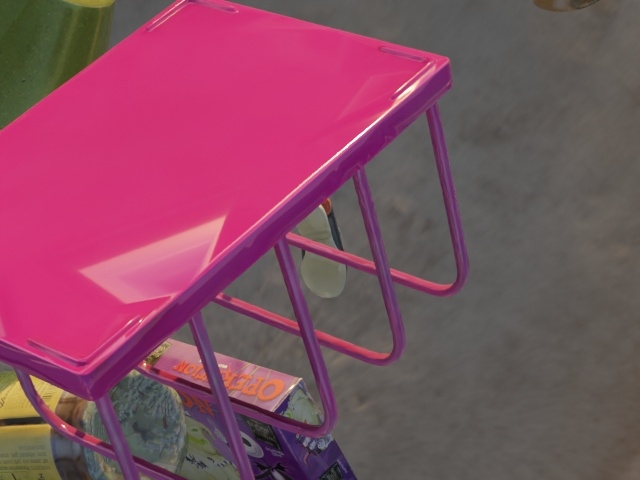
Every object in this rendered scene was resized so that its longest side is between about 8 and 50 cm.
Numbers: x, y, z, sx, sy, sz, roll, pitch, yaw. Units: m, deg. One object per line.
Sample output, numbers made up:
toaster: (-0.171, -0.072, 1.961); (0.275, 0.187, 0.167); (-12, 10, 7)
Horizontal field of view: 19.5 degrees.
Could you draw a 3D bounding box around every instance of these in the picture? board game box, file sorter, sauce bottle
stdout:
board game box: (-0.115, 0.163, 1.620); (0.056, 0.347, 0.208); (-46, 130, -30)
file sorter: (-0.077, 0.025, 1.051); (0.202, 0.182, 0.291); (19, 47, 37)
sauce bottle: (-0.248, 0.154, 1.451); (0.111, 0.344, 0.111); (6, 82, -44)

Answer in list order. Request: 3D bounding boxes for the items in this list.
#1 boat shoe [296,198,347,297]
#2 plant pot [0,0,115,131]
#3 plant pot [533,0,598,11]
boat shoe: (0.000, 0.000, 1.935); (0.049, 0.137, 0.043); (-6, 39, 11)
plant pot: (-0.295, -0.113, 1.525); (0.275, 0.275, 0.293); (34, 112, 1)
plant pot: (0.308, -0.306, 1.848); (0.236, 0.236, 0.032); (-40, 78, -6)
